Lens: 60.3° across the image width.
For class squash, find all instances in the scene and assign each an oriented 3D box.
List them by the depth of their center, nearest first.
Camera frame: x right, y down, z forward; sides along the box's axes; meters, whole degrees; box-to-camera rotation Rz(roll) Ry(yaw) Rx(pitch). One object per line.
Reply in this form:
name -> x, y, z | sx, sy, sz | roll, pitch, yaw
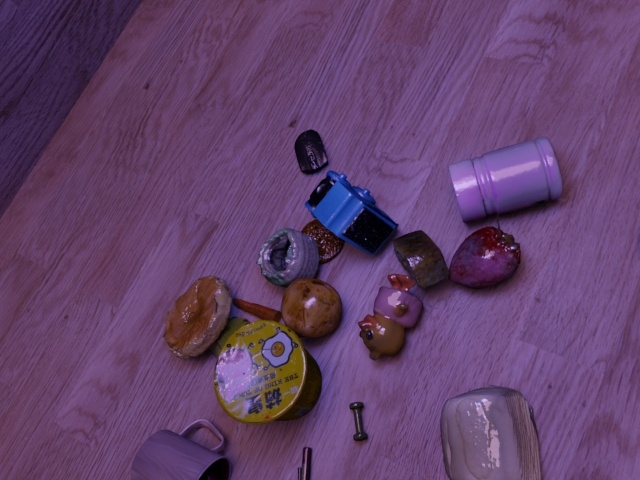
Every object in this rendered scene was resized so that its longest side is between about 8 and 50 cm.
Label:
squash -> -0.334, 0.360, 2.019 | 0.184, 0.085, 0.192 | -48, 61, -2

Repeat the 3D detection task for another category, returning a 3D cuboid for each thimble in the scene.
thimble -> -0.114, 0.064, 2.004 | 0.218, 0.150, 0.219 | -12, 68, 32

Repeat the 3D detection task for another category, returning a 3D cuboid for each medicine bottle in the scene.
medicine bottle -> 0.604, -0.197, 1.815 | 0.325, 0.212, 0.212 | -16, 62, 14

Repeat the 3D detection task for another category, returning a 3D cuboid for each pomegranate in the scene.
pomegranate -> -0.032, 0.239, 1.894 | 0.215, 0.215, 0.216 | -9, 65, 18

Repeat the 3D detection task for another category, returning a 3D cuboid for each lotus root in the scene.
lotus root -> 0.323, 0.051, 1.821 | 0.118, 0.138, 0.235 | -27, 30, -1

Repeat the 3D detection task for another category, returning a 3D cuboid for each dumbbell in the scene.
dumbbell -> 0.121, 0.576, 1.757 | 0.046, 0.052, 0.118 | -2, 64, -9

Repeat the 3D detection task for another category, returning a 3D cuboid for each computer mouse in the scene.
computer mouse -> -0.043, -0.370, 2.234 | 0.121, 0.073, 0.217 | -22, 62, 11

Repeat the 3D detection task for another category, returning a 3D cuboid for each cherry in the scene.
cherry -> 0.515, 0.062, 1.758 | 0.249, 0.175, 0.192 | -34, 49, 18

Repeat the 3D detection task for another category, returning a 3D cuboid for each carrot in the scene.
carrot -> -0.248, 0.257, 2.053 | 0.224, 0.057, 0.057 | 16, 74, 30

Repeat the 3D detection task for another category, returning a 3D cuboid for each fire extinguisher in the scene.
fire extinguisher -> -0.054, 0.753, 1.761 | 0.048, 0.035, 0.173 | -5, 63, 16

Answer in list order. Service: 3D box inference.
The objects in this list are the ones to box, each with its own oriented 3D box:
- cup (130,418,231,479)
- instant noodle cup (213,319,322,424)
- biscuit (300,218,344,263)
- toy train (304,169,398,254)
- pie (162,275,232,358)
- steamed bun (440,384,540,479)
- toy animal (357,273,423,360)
cup -> -0.446, 0.742, 1.824 | 0.273, 0.208, 0.289 | 15, 75, 28
instant noodle cup -> -0.149, 0.448, 1.806 | 0.325, 0.254, 0.326 | -9, 64, 19
biscuit -> 0.000, 0.000, 2.078 | 0.187, 0.027, 0.188 | -8, 65, 18
toy train -> 0.112, -0.091, 1.921 | 0.188, 0.300, 0.265 | -52, 45, 11
pie -> -0.461, 0.283, 2.066 | 0.339, 0.083, 0.340 | -24, 44, 26
steamed bun -> 0.443, 0.562, 1.544 | 0.272, 0.273, 0.291 | -23, 56, 29
toy animal -> 0.226, 0.258, 1.802 | 0.169, 0.195, 0.281 | 36, 77, -9
